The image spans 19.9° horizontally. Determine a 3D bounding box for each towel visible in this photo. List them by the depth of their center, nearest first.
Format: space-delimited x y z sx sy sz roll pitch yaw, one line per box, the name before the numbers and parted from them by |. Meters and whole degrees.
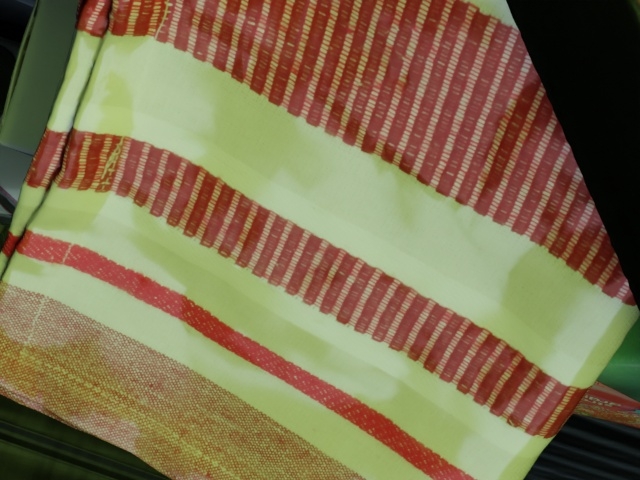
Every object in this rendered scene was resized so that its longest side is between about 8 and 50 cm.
towel | 0.000 0.000 0.697 0.237 0.037 0.329 28 132 2

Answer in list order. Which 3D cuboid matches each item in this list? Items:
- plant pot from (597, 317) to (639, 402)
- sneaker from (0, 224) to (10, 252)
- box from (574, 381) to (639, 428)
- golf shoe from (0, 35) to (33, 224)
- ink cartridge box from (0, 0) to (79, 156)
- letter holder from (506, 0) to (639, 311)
plant pot | 0.251 -0.003 0.718 0.234 0.166 0.165 1 163 38
sneaker | -0.347 -0.028 1.367 0.276 0.135 0.097 21 169 -27
box | 0.249 0.039 0.961 0.300 0.142 0.154 13 170 3
golf shoe | -0.221 -0.081 1.049 0.272 0.105 0.120 9 161 20
ink cartridge box | -0.030 -0.051 0.887 0.158 0.092 0.218 16 180 22
letter holder | 0.213 0.002 0.529 0.214 0.302 0.152 -26 -163 -2
